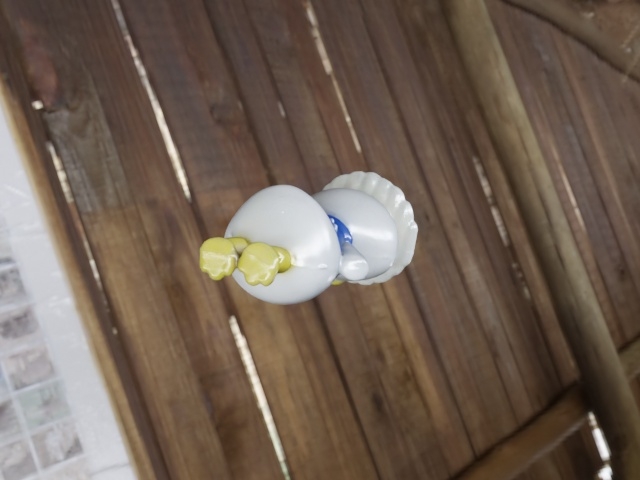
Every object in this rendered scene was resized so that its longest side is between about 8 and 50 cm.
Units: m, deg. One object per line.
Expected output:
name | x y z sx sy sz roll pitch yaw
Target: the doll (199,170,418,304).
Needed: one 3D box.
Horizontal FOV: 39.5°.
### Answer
doll | 0.000 0.000 0.825 0.138 0.119 0.293 15 -165 24
